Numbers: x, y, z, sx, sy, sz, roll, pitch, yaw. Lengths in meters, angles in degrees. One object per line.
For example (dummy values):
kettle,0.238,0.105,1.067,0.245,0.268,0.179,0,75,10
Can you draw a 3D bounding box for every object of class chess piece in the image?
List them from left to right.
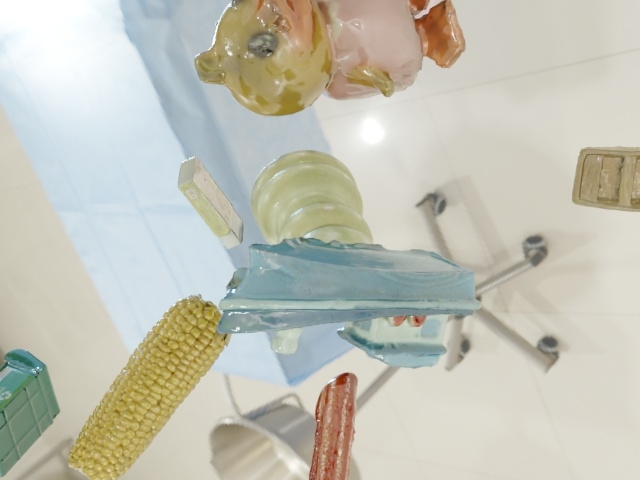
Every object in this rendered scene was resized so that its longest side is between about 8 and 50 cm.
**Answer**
chess piece,0.000,0.000,1.033,0.251,0.144,0.144,-111,6,-61

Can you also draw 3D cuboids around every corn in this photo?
corn,-0.209,0.181,1.062,0.091,0.260,0.091,36,160,2

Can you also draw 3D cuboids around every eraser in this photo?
eraser,-0.097,-0.032,0.764,0.019,0.038,0.083,-22,128,14

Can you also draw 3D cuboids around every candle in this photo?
candle,0.002,0.283,0.877,0.051,0.329,0.048,-10,139,24

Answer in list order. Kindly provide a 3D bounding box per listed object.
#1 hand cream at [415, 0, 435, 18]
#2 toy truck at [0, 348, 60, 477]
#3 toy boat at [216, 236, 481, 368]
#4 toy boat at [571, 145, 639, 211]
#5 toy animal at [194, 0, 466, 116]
hand cream,0.060,-0.394,1.297,0.111,0.070,0.312,-60,36,12
toy truck,-0.435,0.236,1.080,0.124,0.253,0.114,0,116,17
toy boat,0.020,0.055,0.702,0.109,0.238,0.098,24,106,53
toy boat,0.563,-0.116,1.583,0.188,0.061,0.116,7,109,11
toy animal,-0.002,-0.223,0.961,0.169,0.281,0.195,113,140,-55
